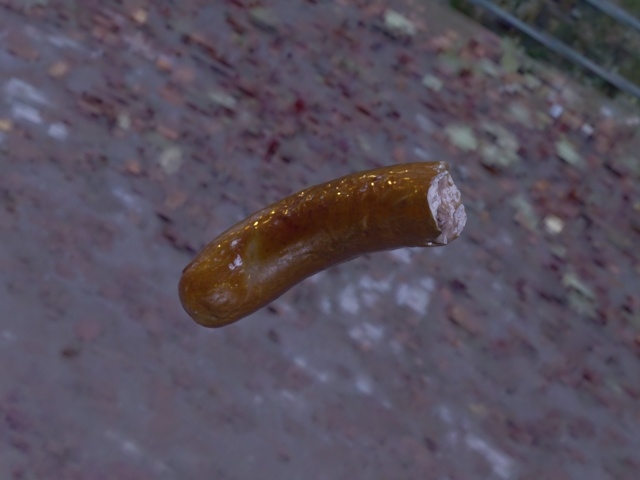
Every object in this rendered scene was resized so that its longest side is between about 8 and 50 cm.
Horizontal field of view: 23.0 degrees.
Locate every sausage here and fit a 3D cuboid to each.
[{"bbox_3d":[0.000,-0.003,1.404,0.076,0.302,0.102,49,36,-31],"label":"sausage"}]
